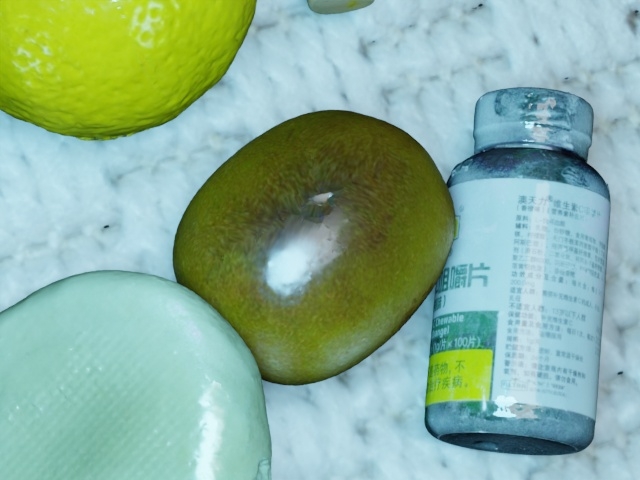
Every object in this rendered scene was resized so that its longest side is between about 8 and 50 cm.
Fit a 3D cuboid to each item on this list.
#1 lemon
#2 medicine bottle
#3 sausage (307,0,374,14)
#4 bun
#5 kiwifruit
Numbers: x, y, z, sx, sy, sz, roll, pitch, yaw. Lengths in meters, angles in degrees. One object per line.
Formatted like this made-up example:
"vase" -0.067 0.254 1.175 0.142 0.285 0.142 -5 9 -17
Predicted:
"lemon" -0.178 -0.217 1.531 0.293 0.293 0.293 3 77 -13
"medicine bottle" 0.167 0.024 1.636 0.141 0.141 0.293 10 76 -12
"sausage" -0.020 -0.337 1.700 0.066 0.066 0.301 -11 77 -16
"bun" -0.153 0.166 1.505 0.283 0.179 0.283 -5 75 19
"kiwifruit" 0.000 0.000 1.575 0.234 0.196 0.196 -35 88 -21
